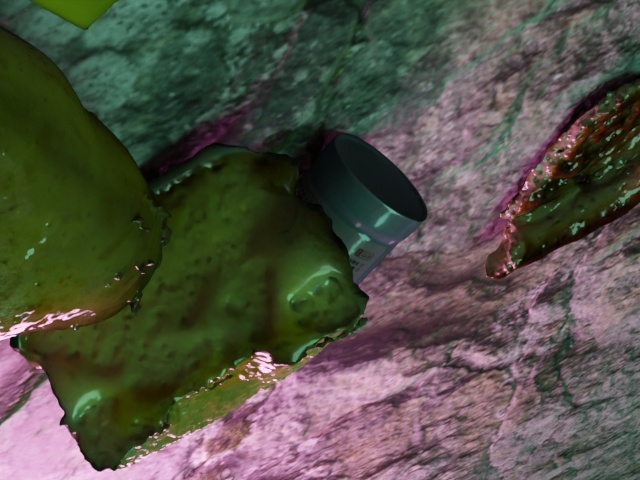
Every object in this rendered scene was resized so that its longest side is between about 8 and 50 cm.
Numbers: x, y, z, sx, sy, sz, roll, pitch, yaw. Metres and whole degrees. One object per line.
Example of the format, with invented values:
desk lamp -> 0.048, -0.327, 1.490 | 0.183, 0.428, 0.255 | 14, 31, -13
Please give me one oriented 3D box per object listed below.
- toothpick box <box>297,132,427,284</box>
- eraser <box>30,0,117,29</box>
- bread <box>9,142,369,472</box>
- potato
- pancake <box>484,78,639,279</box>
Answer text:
toothpick box -> 0.000, 0.000, 1.110 | 0.153, 0.101, 0.101 | -48, 150, 21
eraser -> -0.139, -0.207, 0.663 | 0.158, 0.069, 0.226 | -40, 153, 15
bread -> -0.087, 0.049, 1.021 | 0.251, 0.174, 0.133 | -35, 169, 7
potato -> -0.200, -0.025, 0.809 | 0.173, 0.140, 0.300 | -39, 149, 0
pancake -> 0.292, -0.066, 1.369 | 0.212, 0.056, 0.257 | -4, 141, -44
